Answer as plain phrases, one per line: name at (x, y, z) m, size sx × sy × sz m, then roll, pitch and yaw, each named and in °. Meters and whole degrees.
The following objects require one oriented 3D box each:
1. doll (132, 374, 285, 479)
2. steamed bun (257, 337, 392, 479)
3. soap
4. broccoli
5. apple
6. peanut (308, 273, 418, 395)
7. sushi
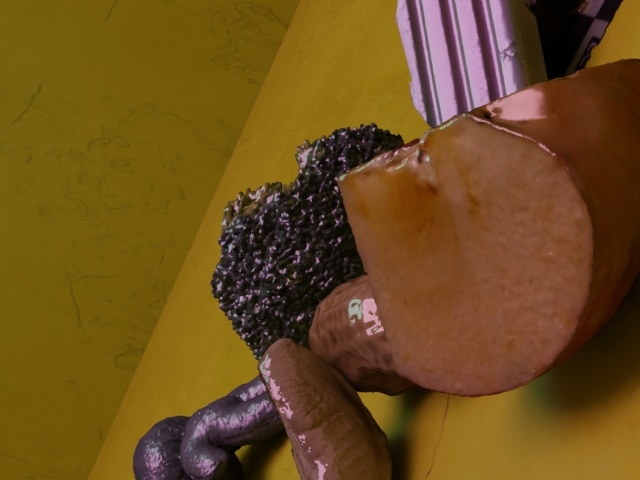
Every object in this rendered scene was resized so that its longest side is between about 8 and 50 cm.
doll at (-0.149, 0.326, 2.006) m, size 0.340 × 0.158 × 0.246 m, roll -30°, pitch 20°, yaw 17°
steamed bun at (0.023, 0.245, 1.464) m, size 0.212 × 0.110 × 0.231 m, roll -121°, pitch 9°, yaw -47°
soap at (0.179, -0.219, 1.482) m, size 0.145 × 0.091 × 0.230 m, roll -17°, pitch 71°, yaw 31°
broccoli at (-0.017, -0.003, 1.788) m, size 0.302 × 0.249 × 0.375 m, roll -118°, pitch 48°, yaw -69°
apple at (0.175, -0.029, 1.133) m, size 0.309 × 0.252 × 0.314 m, roll -16°, pitch 45°, yaw 51°
peanut at (0.084, 0.105, 1.457) m, size 0.140 × 0.153 × 0.325 m, roll -28°, pitch 7°, yaw -24°
sushi at (0.245, -0.269, 1.569) m, size 0.373 × 0.100 × 0.296 m, roll -62°, pitch 14°, yaw 13°
